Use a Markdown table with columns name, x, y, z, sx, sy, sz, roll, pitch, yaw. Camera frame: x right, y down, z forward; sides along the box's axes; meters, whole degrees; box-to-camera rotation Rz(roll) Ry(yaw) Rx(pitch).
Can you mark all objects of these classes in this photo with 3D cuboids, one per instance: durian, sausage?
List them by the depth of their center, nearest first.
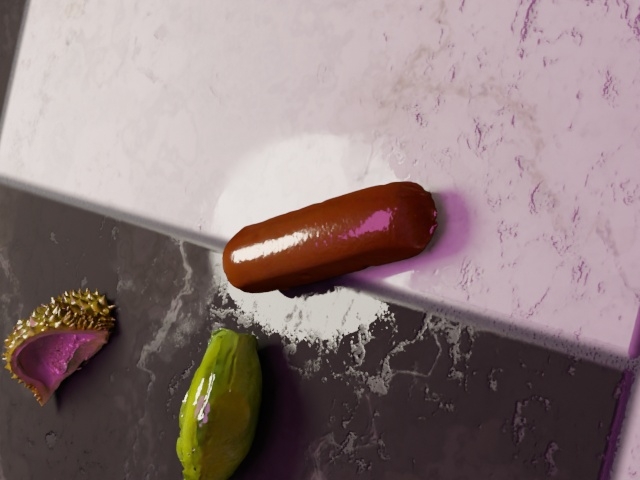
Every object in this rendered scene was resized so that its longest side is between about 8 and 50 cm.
| name | x | y | z | sx | sy | sz | roll | pitch | yaw |
| --- | --- | --- | --- | --- | --- | --- | --- | --- | --- |
| sausage | 0.000 | 0.001 | 1.596 | 0.348 | 0.094 | 0.097 | -16 | 74 | 39 |
| durian | -0.141 | 0.247 | 1.685 | 0.139 | 0.101 | 0.250 | -166 | 87 | -78 |
| durian | -0.426 | 0.161 | 1.960 | 0.132 | 0.165 | 0.182 | 40 | 144 | -3 |
